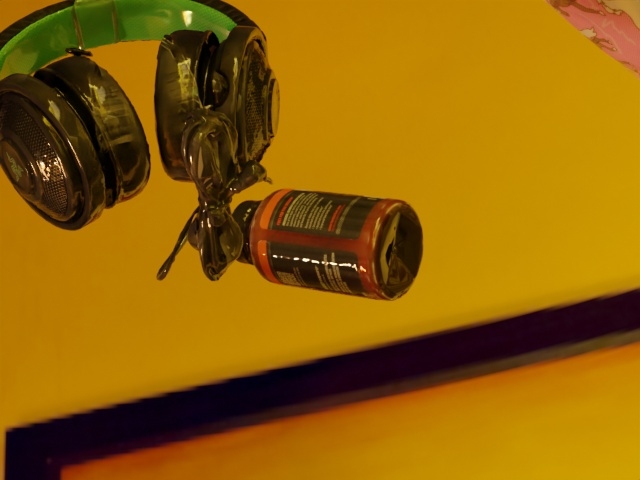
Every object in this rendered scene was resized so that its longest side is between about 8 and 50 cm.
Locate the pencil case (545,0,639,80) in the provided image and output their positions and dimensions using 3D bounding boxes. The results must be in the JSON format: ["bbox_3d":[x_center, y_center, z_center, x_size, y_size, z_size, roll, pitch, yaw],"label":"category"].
[{"bbox_3d":[0.289,-0.224,1.145,0.386,0.160,0.167,38,-57,-16],"label":"pencil case"}]

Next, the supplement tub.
[{"bbox_3d":[0.000,0.000,1.320,0.197,0.106,0.106,8,-28,33],"label":"supplement tub"}]

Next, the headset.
[{"bbox_3d":[-0.139,-0.112,0.999,0.243,0.394,0.185,-15,-49,-15],"label":"headset"}]
